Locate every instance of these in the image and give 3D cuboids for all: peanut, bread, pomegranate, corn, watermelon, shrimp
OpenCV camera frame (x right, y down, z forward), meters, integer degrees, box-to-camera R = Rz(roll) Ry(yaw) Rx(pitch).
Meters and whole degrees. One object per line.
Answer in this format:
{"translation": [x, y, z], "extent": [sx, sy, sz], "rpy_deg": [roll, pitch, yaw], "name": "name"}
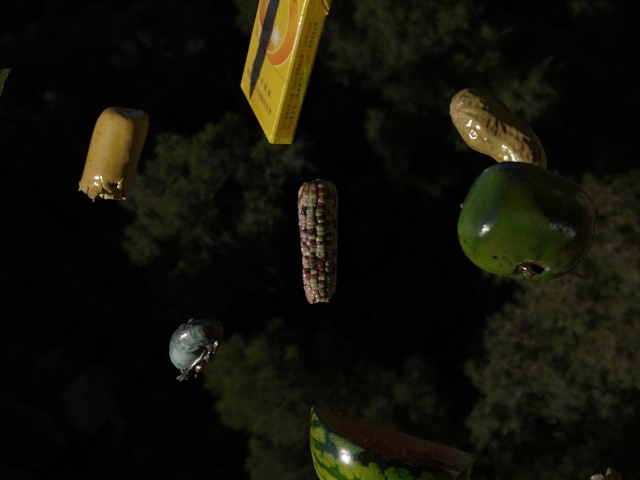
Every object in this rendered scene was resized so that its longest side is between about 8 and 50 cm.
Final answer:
{"translation": [0.334, -0.199, 1.953], "extent": [0.108, 0.226, 0.095], "rpy_deg": [-40, -14, -32], "name": "peanut"}
{"translation": [-0.368, -0.158, 1.831], "extent": [0.134, 0.085, 0.173], "rpy_deg": [-137, 65, -68], "name": "bread"}
{"translation": [0.226, -0.025, 1.194], "extent": [0.191, 0.152, 0.131], "rpy_deg": [-139, 68, -74], "name": "pomegranate"}
{"translation": [0.000, 0.000, 2.308], "extent": [0.092, 0.092, 0.280], "rpy_deg": [47, -140, -86], "name": "corn"}
{"translation": [0.102, 0.369, 1.723], "extent": [0.128, 0.303, 0.159], "rpy_deg": [84, -156, -59], "name": "watermelon"}
{"translation": [-0.216, 0.182, 1.713], "extent": [0.079, 0.090, 0.233], "rpy_deg": [-5, -24, -20], "name": "shrimp"}

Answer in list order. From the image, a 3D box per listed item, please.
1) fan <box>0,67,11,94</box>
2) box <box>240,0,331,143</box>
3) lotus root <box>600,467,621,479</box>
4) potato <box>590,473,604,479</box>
{"translation": [-0.461, -0.124, 1.255], "extent": [0.240, 0.009, 0.131], "rpy_deg": [-48, -20, 14], "name": "fan"}
{"translation": [-0.045, -0.280, 1.371], "extent": [0.043, 0.152, 0.269], "rpy_deg": [-3, -50, -24], "name": "box"}
{"translation": [0.323, 0.403, 1.203], "extent": [0.140, 0.154, 0.257], "rpy_deg": [-82, -4, -65], "name": "lotus root"}
{"translation": [0.357, 0.341, 1.324], "extent": [0.037, 0.036, 0.093], "rpy_deg": [-102, 30, -75], "name": "potato"}
